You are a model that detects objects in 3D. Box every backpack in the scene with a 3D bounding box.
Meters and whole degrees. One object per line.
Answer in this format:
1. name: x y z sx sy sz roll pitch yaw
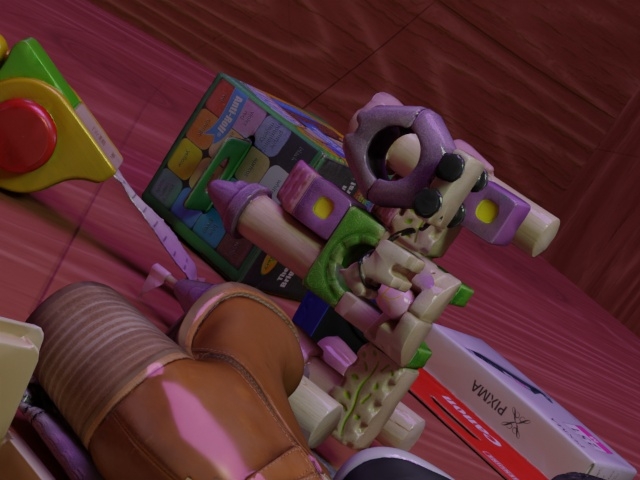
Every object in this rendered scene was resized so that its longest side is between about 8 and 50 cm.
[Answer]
1. backpack: 0.034 0.095 1.496 0.120 0.098 0.101 29 7 -23

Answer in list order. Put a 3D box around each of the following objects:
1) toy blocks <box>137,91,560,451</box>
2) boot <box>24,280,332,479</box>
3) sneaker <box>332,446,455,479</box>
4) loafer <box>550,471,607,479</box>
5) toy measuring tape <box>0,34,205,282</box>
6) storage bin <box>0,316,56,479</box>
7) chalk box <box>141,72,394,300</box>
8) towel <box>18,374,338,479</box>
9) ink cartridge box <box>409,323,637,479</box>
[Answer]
1. toy blocks: 0.000 0.000 1.250 0.260 0.289 0.309 37 7 23
2. boot: -0.028 0.124 0.847 0.220 0.109 0.283 44 4 21
3. sneaker: 0.139 0.236 0.900 0.295 0.105 0.147 28 9 -7
4. loafer: 0.322 0.315 1.237 0.366 0.130 0.134 34 -11 -22
5. toy measuring tape: -0.243 -0.052 1.398 0.330 0.121 0.121 55 6 -11
6. storage bin: -0.153 0.139 0.600 0.262 0.123 0.260 40 12 35
7. chalk box: -0.065 -0.058 1.671 0.179 0.180 0.289 40 10 30
8. towel: -0.014 0.213 0.953 0.324 0.056 0.312 39 8 38
9. ink cartridge box: 0.206 0.193 1.702 0.275 0.060 0.239 41 11 34
